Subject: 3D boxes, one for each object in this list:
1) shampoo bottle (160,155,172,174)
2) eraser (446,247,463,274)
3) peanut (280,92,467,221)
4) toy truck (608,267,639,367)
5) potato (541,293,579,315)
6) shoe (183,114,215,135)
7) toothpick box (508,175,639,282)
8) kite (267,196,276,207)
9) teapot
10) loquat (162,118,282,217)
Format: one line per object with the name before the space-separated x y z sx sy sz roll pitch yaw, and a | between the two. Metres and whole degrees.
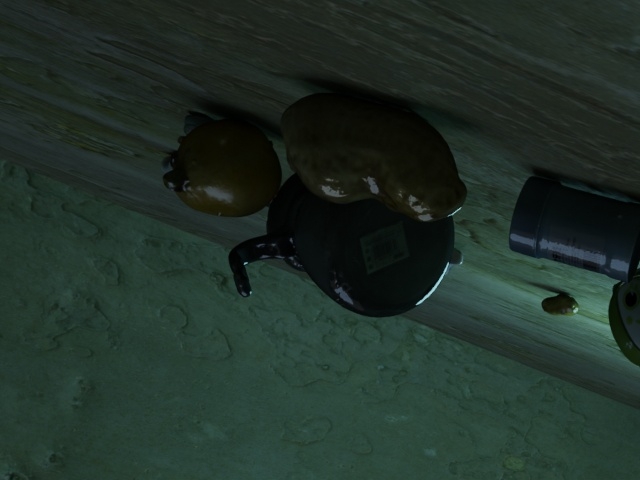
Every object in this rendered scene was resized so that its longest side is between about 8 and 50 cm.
shampoo bottle | -0.273 -0.141 2.438 0.072 0.043 0.099 23 173 -19
eraser | 0.146 0.009 2.365 0.243 0.059 0.204 17 173 -1
peanut | 0.061 -0.098 1.494 0.253 0.137 0.122 15 158 22
toy truck | 0.480 0.076 1.599 0.187 0.148 0.210 -9 152 -10
potato | 0.472 0.127 2.428 0.092 0.046 0.045 -9 109 59
shoe | -0.169 -0.142 2.030 0.079 0.078 0.195 16 168 26
toothpick box | 0.323 -0.014 1.549 0.153 0.101 0.101 17 172 21
kite | -0.036 -0.052 2.427 0.232 0.009 0.189 14 168 41
teapot | 0.017 0.011 1.881 0.223 0.305 0.285 46 168 -29
loquat | -0.150 -0.108 1.877 0.204 0.149 0.172 -10 -166 -35
